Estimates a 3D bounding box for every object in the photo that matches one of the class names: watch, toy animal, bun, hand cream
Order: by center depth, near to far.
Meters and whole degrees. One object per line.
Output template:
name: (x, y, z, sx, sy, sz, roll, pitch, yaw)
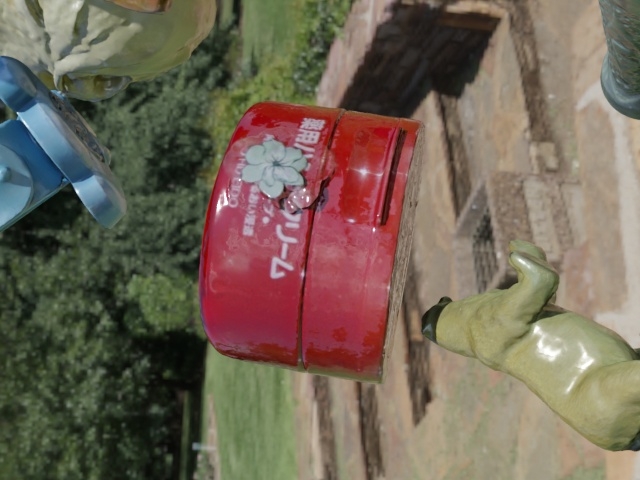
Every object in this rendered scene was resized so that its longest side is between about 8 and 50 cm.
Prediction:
toy animal: (0.155, 0.069, 0.614, 0.218, 0.103, 0.101, 33, 105, 38)
hand cream: (0.000, 0.000, 0.740, 0.230, 0.149, 0.230, 9, -90, -79)
watch: (-0.335, -0.066, 0.962, 0.211, 0.193, 0.211, 54, 178, 2)
bun: (-0.323, -0.306, 1.233, 0.361, 0.360, 0.213, 118, 159, -68)

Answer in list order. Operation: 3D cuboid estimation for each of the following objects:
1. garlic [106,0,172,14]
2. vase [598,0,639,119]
garlic: (-0.138, -0.319, 0.656, 0.143, 0.112, 0.318, 37, 139, 26)
vase: (0.230, -0.156, 0.615, 0.219, 0.096, 0.096, 41, -132, -67)
